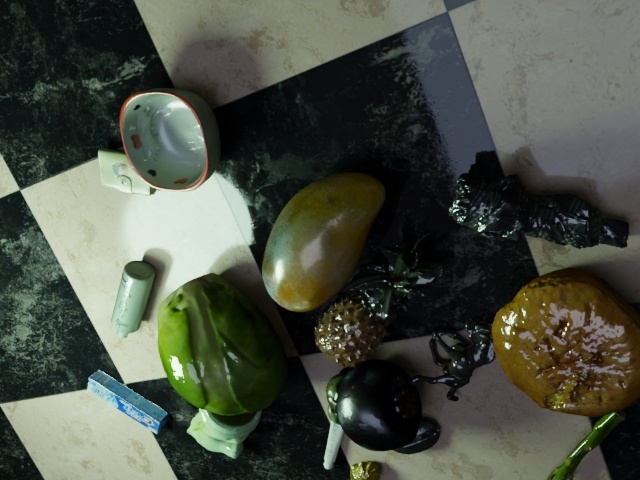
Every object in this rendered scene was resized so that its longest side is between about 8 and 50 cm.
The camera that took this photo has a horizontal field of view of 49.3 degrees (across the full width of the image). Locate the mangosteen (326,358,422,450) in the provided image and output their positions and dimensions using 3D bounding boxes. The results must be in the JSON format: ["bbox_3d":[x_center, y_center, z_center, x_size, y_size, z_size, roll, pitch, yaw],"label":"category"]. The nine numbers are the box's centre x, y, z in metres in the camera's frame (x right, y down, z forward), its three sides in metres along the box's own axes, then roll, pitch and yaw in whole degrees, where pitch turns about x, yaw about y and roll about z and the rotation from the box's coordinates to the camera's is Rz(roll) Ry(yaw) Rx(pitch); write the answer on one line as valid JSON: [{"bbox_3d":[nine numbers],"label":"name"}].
[{"bbox_3d":[0.124,0.391,1.659,0.243,0.243,0.243,11,118,21],"label":"mangosteen"}]

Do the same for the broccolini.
[{"bbox_3d":[0.590,0.524,1.586,0.074,0.079,0.392,8,126,-25],"label":"broccolini"}]

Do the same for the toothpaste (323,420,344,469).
[{"bbox_3d":[0.037,0.542,1.885,0.048,0.031,0.190,21,119,19],"label":"toothpaste"}]

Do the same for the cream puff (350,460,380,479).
[{"bbox_3d":[0.119,0.625,1.865,0.083,0.058,0.083,8,119,21],"label":"cream puff"}]

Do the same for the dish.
[{"bbox_3d":[-0.333,-0.243,1.624,0.256,0.117,0.256,11,118,22],"label":"dish"}]

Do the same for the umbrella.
[{"bbox_3d":[0.416,-0.052,1.327,0.336,0.154,0.128,14,101,18],"label":"umbrella"}]

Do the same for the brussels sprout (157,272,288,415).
[{"bbox_3d":[-0.242,0.265,1.740,0.276,0.315,0.371,-37,89,12],"label":"brussels sprout"}]

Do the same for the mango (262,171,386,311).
[{"bbox_3d":[0.000,0.000,1.525,0.199,0.221,0.384,20,126,-30],"label":"mango"}]

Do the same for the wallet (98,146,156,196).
[{"bbox_3d":[-0.491,-0.175,1.784,0.155,0.039,0.110,13,116,20],"label":"wallet"}]

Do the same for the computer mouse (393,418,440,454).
[{"bbox_3d":[0.219,0.492,1.750,0.172,0.057,0.099,-19,108,31],"label":"computer mouse"}]

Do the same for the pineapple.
[{"bbox_3d":[0.131,0.125,1.573,0.165,0.165,0.364,39,117,4],"label":"pineapple"}]

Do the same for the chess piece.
[{"bbox_3d":[-0.277,0.521,1.973,0.176,0.176,0.298,36,138,7],"label":"chess piece"}]

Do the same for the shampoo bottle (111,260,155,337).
[{"bbox_3d":[-0.530,0.177,1.950,0.085,0.085,0.262,31,124,10],"label":"shampoo bottle"}]

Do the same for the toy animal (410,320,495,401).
[{"bbox_3d":[0.307,0.275,1.584,0.148,0.084,0.233,24,119,12],"label":"toy animal"}]

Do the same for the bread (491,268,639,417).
[{"bbox_3d":[0.508,0.207,1.403,0.312,0.172,0.312,13,117,26],"label":"bread"}]

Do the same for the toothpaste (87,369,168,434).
[{"bbox_3d":[-0.599,0.499,2.163,0.272,0.053,0.066,28,123,11],"label":"toothpaste"}]
